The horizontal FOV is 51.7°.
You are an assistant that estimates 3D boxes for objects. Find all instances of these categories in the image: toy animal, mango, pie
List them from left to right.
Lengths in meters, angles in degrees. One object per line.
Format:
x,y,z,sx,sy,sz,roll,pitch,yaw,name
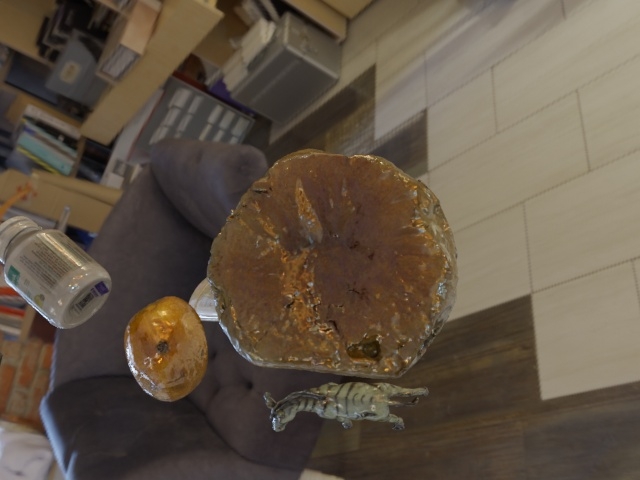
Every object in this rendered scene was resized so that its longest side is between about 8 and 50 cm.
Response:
-0.284,0.209,1.248,0.359,0.144,0.187,107,158,-70,mango
0.007,0.014,0.506,0.195,0.046,0.195,-3,73,9,pie
0.039,0.250,1.006,0.217,0.176,0.073,-13,67,29,toy animal

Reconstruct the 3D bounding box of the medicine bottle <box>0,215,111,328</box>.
-0.506,0.052,1.224,0.215,0.135,0.135,37,105,14,medicine bottle

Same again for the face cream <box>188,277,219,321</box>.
-0.242,0.143,1.742,0.173,0.081,0.348,-52,21,-26,face cream

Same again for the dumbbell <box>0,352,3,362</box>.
-0.533,0.184,1.051,0.083,0.036,0.040,6,83,54,dumbbell
